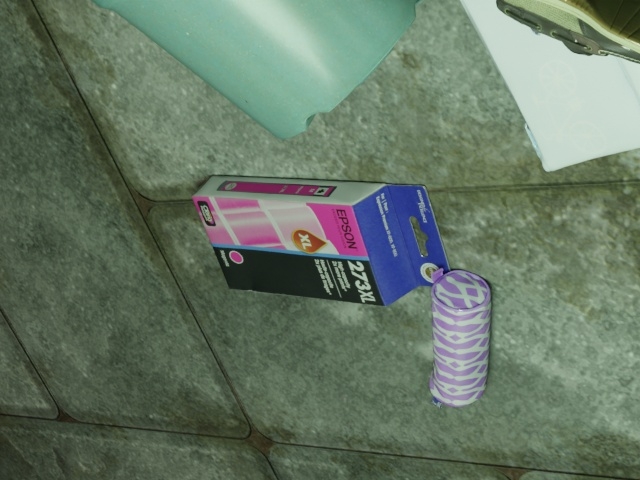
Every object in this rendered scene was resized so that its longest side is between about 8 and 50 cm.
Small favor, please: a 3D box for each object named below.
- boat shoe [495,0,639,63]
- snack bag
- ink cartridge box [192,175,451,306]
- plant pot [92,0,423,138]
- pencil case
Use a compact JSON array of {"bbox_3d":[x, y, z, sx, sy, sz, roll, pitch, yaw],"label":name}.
[{"bbox_3d":[0.283,-0.232,1.421,0.223,0.080,0.073,30,145,19],"label":"boat shoe"},{"bbox_3d":[0.312,-0.236,1.479,0.342,0.037,0.323,-12,118,43],"label":"snack bag"},{"bbox_3d":[0.000,0.000,1.914,0.370,0.069,0.176,3,127,33],"label":"ink cartridge box"},{"bbox_3d":[-0.078,-0.313,1.511,0.334,0.341,0.341,43,140,-14],"label":"plant pot"},{"bbox_3d":[0.191,0.137,1.873,0.088,0.086,0.206,41,145,38],"label":"pencil case"}]
